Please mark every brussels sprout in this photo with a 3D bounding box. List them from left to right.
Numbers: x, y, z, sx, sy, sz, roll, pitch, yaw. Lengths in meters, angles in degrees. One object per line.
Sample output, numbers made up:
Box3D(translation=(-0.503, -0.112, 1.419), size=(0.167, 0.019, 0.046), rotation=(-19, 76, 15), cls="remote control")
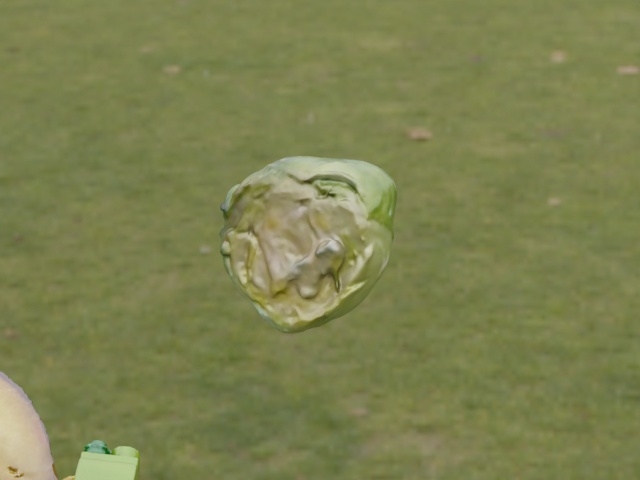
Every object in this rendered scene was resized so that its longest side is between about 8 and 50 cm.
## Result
Box3D(translation=(0.000, -0.001, 1.387), size=(0.151, 0.149, 0.122), rotation=(18, 19, 34), cls="brussels sprout")

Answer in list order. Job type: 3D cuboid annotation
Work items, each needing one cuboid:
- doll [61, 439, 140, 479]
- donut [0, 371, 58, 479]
Box3D(translation=(-0.145, 0.206, 1.029), size=(0.106, 0.134, 0.186), rotation=(5, 23, -1), cls="doll")
Box3D(translation=(-0.312, 0.227, 1.185), size=(0.303, 0.303, 0.110), rotation=(14, 7, 42), cls="donut")
